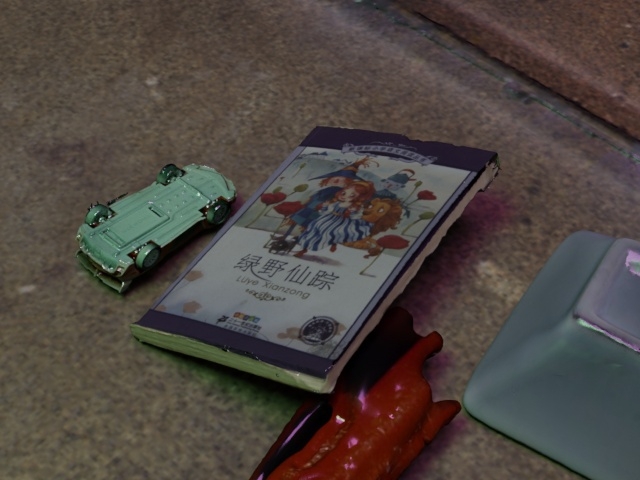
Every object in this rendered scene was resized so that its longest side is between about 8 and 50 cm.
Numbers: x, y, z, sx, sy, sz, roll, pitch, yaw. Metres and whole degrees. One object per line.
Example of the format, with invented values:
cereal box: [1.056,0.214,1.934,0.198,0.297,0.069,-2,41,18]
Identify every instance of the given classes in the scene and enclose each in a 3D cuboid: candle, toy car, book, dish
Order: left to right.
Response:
toy car: [-0.112,-0.015,0.789,0.059,0.035,0.122,34,46,24]
candle: [-0.015,0.145,0.638,0.084,0.059,0.301,21,47,30]
book: [0.000,-0.001,0.755,0.157,0.026,0.231,12,45,34]
dish: [0.234,0.078,0.701,0.243,0.080,0.182,27,52,18]
